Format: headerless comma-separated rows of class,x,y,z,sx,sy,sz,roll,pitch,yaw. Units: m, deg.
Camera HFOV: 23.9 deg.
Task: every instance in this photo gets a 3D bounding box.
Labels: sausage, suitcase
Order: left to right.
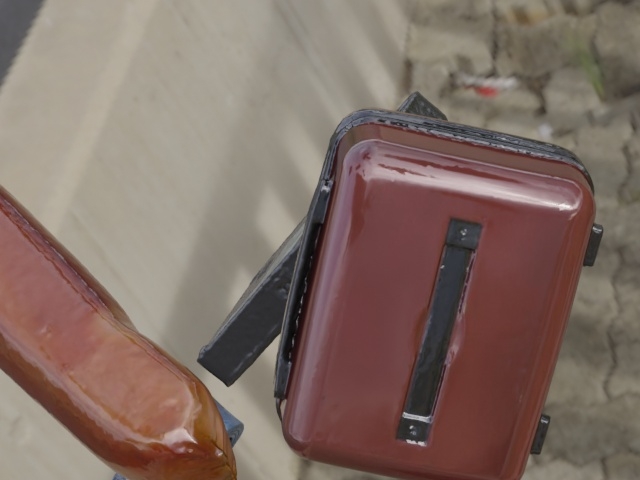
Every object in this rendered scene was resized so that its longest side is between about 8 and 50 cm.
sausage,-0.164,0.055,0.928,0.083,0.089,0.300,-37,62,-25
suitcase,0.092,0.049,1.268,0.236,0.297,0.161,11,18,-3

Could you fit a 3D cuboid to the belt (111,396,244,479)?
belt,-0.179,0.265,1.853,0.082,0.141,0.190,39,43,13

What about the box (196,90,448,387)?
box,0.000,0.000,1.640,0.350,0.058,0.211,-49,6,35
